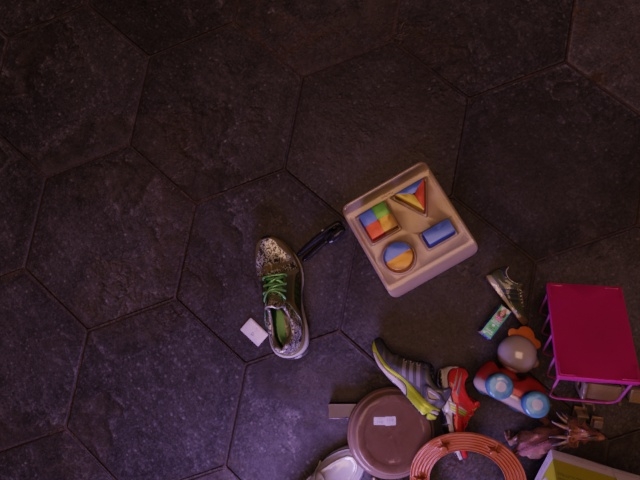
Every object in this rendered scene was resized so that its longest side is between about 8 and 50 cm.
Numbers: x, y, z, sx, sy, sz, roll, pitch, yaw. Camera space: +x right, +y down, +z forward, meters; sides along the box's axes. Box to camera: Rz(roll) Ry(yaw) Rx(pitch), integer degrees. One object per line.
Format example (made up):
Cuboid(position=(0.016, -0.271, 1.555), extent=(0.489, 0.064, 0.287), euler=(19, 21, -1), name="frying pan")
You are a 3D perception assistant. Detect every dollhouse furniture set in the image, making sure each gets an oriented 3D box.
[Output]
Cuboid(position=(0.856, 0.482, 1.682), extent=(0.182, 0.101, 0.160), euler=(7, 109, 8), name="dollhouse furniture set")

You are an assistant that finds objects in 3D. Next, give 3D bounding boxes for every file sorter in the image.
Cuboid(position=(0.745, 0.295, 1.599), extent=(0.202, 0.182, 0.290), euler=(3, 53, 9), name="file sorter")

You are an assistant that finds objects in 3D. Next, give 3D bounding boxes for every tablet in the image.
Cuboid(position=(-0.219, 0.304, 1.867), extent=(0.083, 0.006, 0.054), euler=(41, 90, 10), name="tablet")

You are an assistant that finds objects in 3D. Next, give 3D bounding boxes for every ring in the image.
Cuboid(position=(0.431, 0.715, 1.655), extent=(0.337, 0.032, 0.336), euler=(3, 108, 10), name="ring")

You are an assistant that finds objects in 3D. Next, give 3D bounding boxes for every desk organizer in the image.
Cuboid(position=(0.089, 0.535, 1.776), extent=(0.130, 0.050, 0.047), euler=(-2, 83, 7), name="desk organizer")

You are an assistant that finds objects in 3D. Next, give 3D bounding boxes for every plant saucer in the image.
Cuboid(position=(0.220, 0.591, 1.725), extent=(0.278, 0.041, 0.277), euler=(1, 82, -7), name="plant saucer")

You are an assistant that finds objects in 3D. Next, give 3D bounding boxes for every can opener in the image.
Cuboid(position=(0.000, 0.000, 1.851), extent=(0.186, 0.073, 0.059), euler=(-33, 88, 12), name="can opener")

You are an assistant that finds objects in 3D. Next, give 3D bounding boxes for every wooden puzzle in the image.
Cuboid(position=(0.284, -0.039, 1.806), extent=(0.322, 0.080, 0.347), euler=(-30, 81, 3), name="wooden puzzle")

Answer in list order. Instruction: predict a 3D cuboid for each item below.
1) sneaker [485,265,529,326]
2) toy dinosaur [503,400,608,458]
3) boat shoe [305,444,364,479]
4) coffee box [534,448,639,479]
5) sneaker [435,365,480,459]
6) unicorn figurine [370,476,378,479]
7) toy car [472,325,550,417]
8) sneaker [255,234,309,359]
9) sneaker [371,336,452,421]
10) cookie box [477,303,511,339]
Cuboid(position=(0.603, 0.165, 1.746), extent=(0.086, 0.064, 0.192), euler=(-36, 77, 7), name="sneaker")
Cuboid(position=(0.643, 0.578, 1.624), extent=(0.296, 0.200, 0.127), euler=(-33, 80, 3), name="toy dinosaur")
Cuboid(position=(-0.011, 0.771, 1.707), extent=(0.367, 0.156, 0.136), euler=(-40, 80, 1), name="boat shoe")
Cuboid(position=(0.722, 0.823, 1.459), extent=(0.338, 0.334, 0.337), euler=(16, 116, 9), name="coffee box")
Cuboid(position=(0.428, 0.523, 1.710), extent=(0.118, 0.107, 0.278), euler=(-7, 83, 0), name="sneaker")
Cuboid(position=(0.186, 0.778, 1.715), extent=(0.162, 0.060, 0.111), euler=(-37, 64, -18), name="unicorn figurine")
Cuboid(position=(0.587, 0.372, 1.652), extent=(0.210, 0.219, 0.238), euler=(26, 82, 10), name="toy car")
Cuboid(position=(-0.127, 0.176, 1.781), extent=(0.158, 0.182, 0.410), euler=(-15, 81, 6), name="sneaker")
Cuboid(position=(0.276, 0.400, 1.716), extent=(0.121, 0.111, 0.300), euler=(-46, 64, 2), name="sneaker")
Cuboid(position=(0.535, 0.251, 1.733), extent=(0.040, 0.092, 0.107), euler=(37, 89, 13), name="cookie box")
